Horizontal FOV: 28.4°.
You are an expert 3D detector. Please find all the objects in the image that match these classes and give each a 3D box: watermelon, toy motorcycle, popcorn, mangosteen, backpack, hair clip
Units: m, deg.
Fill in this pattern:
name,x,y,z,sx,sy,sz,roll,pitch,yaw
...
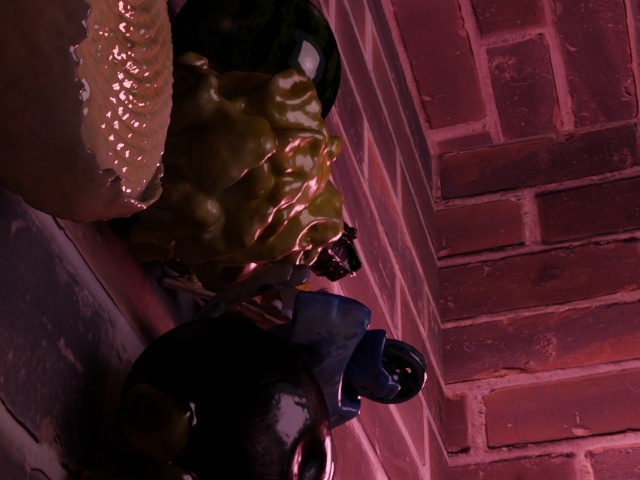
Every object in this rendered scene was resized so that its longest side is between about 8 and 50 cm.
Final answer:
name,x,y,z,sx,sy,sz,roll,pitch,yaw
watermelon,-0.097,-0.256,1.847,0.269,0.269,0.269,-10,90,-77
toy motorcycle,-0.049,0.163,1.576,0.241,0.319,0.182,34,38,-49
popcorn,-0.124,-0.088,1.552,0.312,0.312,0.312,-10,90,-77
mangosteen,-0.137,0.229,1.390,0.302,0.275,0.275,-18,100,-41
backpack,-0.001,-0.004,2.389,0.165,0.106,0.120,42,32,-36
hair clip,-0.116,0.076,1.695,0.062,0.214,0.056,-50,-160,49

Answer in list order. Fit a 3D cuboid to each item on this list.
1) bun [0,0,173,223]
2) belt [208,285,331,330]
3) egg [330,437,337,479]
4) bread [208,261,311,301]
name,x,y,z,sx,sy,sz,roll,pitch,yaw
bun,-0.263,-0.190,1.176,0.364,0.202,0.364,-5,90,-83
belt,-0.049,0.150,1.834,0.261,0.184,0.105,25,47,-34
egg,-0.049,0.317,1.842,0.199,0.146,0.146,-88,165,-72
bread,-0.089,0.046,1.876,0.229,0.143,0.139,66,20,-55
